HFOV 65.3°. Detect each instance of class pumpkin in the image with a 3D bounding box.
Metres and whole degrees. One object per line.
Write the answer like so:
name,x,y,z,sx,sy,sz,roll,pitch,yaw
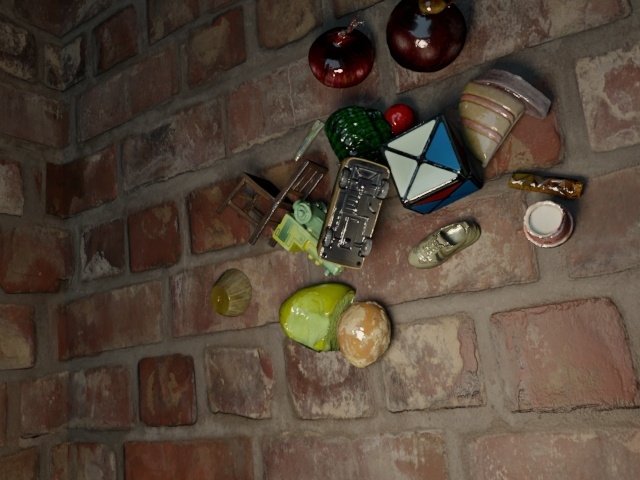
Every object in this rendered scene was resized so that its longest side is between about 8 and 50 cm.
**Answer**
pumpkin,-0.418,0.237,2.212,0.217,0.110,0.218,-1,89,28

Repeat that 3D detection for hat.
hat,0.203,-0.410,1.903,0.332,0.242,0.274,-27,83,-1

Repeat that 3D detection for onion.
onion,0.082,-0.744,1.964,0.273,0.285,0.273,0,62,-1

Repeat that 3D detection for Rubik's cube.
Rubik's cube,0.388,-0.255,1.730,0.246,0.248,0.250,-25,72,24

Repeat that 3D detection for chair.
chair,-0.203,-0.208,2.093,0.240,0.203,0.416,41,103,25

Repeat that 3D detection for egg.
egg,0.154,0.336,1.806,0.203,0.203,0.245,1,74,30

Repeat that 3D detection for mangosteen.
mangosteen,0.373,-0.753,1.782,0.297,0.293,0.297,-5,74,18

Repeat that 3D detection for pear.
pear,-0.037,0.282,1.946,0.281,0.176,0.287,16,90,33

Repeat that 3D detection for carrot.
carrot,0.729,-0.182,1.629,0.228,0.069,0.069,15,91,32

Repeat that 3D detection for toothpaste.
toothpaste,-0.052,-0.424,2.133,0.048,0.029,0.197,39,100,28

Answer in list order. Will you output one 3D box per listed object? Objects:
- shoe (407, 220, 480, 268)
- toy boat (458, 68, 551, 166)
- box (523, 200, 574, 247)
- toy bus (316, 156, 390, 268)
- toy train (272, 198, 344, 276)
shoe,0.424,0.012,1.760,0.275,0.098,0.103,-36,64,23
toy boat,0.589,-0.449,1.698,0.293,0.111,0.276,-37,71,7
box,0.716,-0.058,1.579,0.151,0.135,0.151,-5,79,28
toy bus,0.104,-0.102,1.732,0.176,0.202,0.366,15,99,-11
toy train,0.000,0.000,1.983,0.369,0.150,0.237,42,115,26
